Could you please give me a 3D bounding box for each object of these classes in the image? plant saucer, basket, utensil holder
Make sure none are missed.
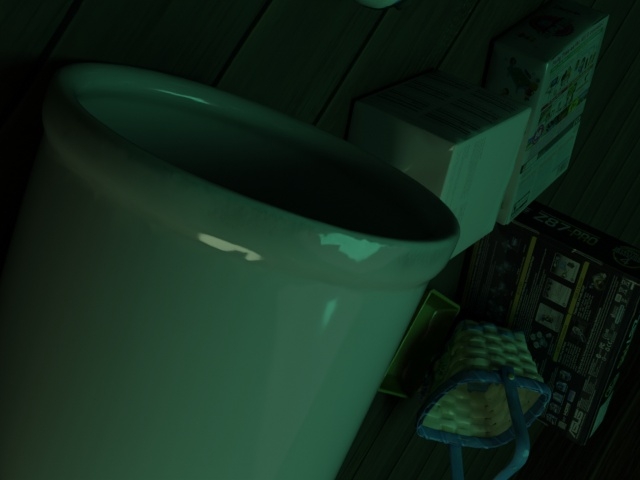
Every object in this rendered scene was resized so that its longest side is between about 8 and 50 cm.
[{"bbox_3d":[0.153,0.170,1.638,0.188,0.045,0.188,-61,154,-1],"label":"plant saucer"},{"bbox_3d":[0.277,0.307,1.680,0.201,0.289,0.254,8,137,-17],"label":"basket"},{"bbox_3d":[-0.114,0.096,0.788,0.328,0.328,0.385,-5,122,-59],"label":"utensil holder"}]

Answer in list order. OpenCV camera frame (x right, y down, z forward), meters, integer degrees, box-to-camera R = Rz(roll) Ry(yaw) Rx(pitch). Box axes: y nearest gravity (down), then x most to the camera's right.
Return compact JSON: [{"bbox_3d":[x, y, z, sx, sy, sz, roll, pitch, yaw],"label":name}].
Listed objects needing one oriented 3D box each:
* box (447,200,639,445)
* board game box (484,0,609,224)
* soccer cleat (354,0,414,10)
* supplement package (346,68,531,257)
[{"bbox_3d":[0.400,0.139,1.742,0.097,0.318,0.394,-36,143,-42],"label":"box"},{"bbox_3d":[0.343,-0.208,1.558,0.224,0.098,0.303,-38,147,-41],"label":"board game box"},{"bbox_3d":[0.122,-0.386,0.969,0.331,0.116,0.143,-58,154,-7],"label":"soccer cleat"},{"bbox_3d":[0.139,-0.091,1.245,0.203,0.149,0.194,-28,139,-48],"label":"supplement package"}]
